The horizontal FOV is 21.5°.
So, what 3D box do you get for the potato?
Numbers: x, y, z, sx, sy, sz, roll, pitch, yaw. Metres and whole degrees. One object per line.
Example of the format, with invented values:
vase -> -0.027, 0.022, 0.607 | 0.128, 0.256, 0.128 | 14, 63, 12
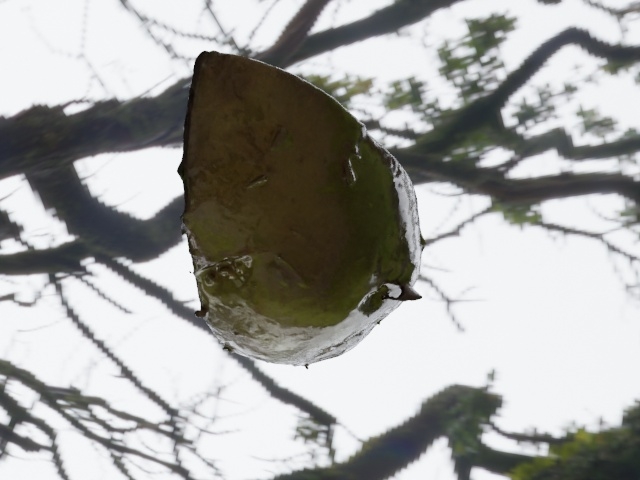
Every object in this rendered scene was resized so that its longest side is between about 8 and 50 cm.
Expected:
potato -> 0.000, 0.000, 0.745 | 0.089, 0.172, 0.101 | 13, -114, 25
